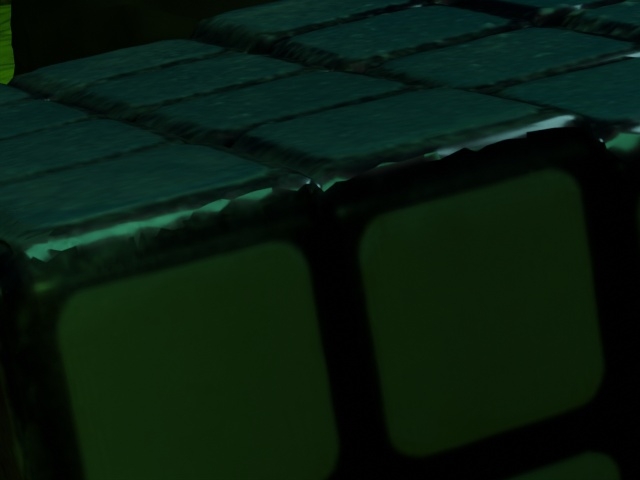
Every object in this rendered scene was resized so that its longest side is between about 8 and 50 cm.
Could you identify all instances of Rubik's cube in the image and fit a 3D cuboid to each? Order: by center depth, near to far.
[{"bbox_3d":[0.032,0.095,0.667,0.337,0.344,0.344,-16,17,-22],"label":"Rubik's cube"}]

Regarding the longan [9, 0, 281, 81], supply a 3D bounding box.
[{"bbox_3d":[-0.087,-0.171,1.578,0.391,0.391,0.391,-9,16,3],"label":"longan"}]
